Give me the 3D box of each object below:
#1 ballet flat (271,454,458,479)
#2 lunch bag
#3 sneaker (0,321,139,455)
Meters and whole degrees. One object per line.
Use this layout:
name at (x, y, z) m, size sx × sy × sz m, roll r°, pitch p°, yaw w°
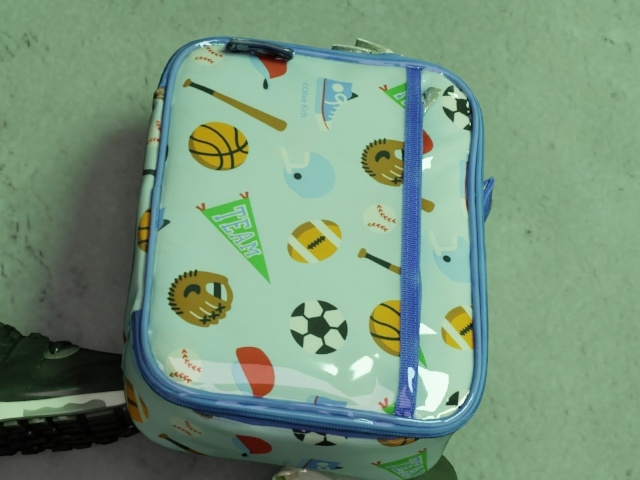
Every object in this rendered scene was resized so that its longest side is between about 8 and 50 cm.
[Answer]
ballet flat at (-0.033, 0.204, 0.949) m, size 0.280 × 0.096 × 0.095 m, roll -28°, pitch 59°, yaw -11°
lunch bag at (0.000, 0.000, 0.960) m, size 0.243 × 0.115 × 0.303 m, roll 8°, pitch 59°, yaw -6°
sneaker at (-0.233, 0.078, 0.968) m, size 0.283 × 0.107 × 0.124 m, roll -5°, pitch 72°, yaw -6°
